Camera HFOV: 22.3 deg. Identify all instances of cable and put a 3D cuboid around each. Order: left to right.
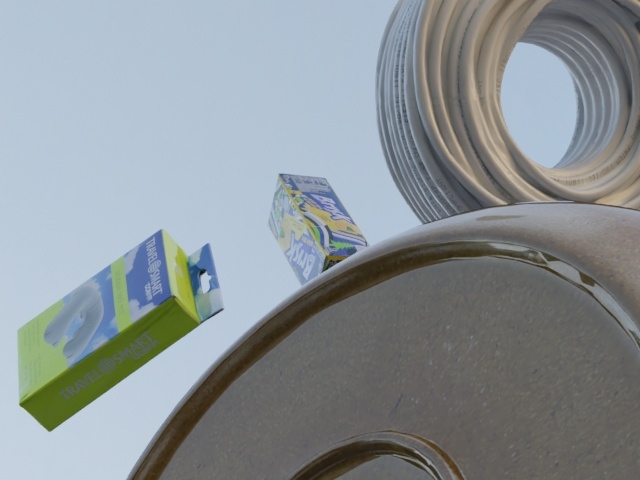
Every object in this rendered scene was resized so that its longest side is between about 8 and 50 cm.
[{"bbox_3d":[0.161,-0.100,1.150,0.257,0.089,0.257,-16,-89,-26],"label":"cable"}]

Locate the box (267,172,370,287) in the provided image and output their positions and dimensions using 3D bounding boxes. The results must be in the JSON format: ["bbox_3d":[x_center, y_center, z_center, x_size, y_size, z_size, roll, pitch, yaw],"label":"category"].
[{"bbox_3d":[0.000,0.000,1.536,0.054,0.169,0.059,3,-63,-20],"label":"box"}]

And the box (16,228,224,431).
[{"bbox_3d":[-0.165,0.066,1.313,0.178,0.109,0.042,-35,-59,10],"label":"box"}]

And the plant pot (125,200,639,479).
[{"bbox_3d":[0.012,0.084,0.375,0.236,0.236,0.032,-42,-56,11],"label":"plant pot"}]
